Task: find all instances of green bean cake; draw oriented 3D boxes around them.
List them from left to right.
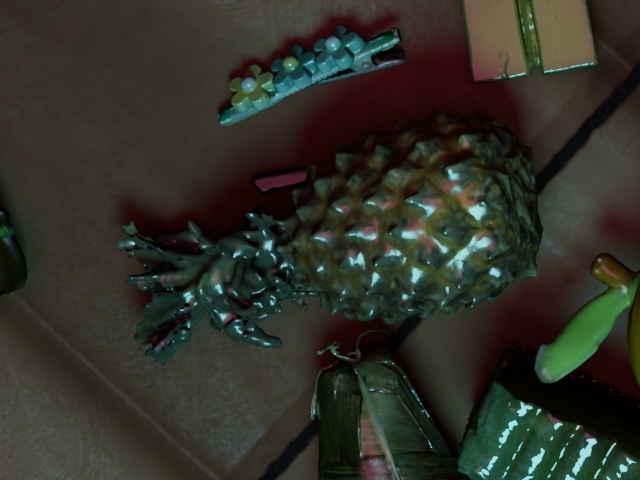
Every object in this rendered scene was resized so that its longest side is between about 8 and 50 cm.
[{"bbox_3d":[0.201,0.168,1.501,0.173,0.181,0.094,25,102,3],"label":"green bean cake"}]

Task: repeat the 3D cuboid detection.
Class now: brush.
[{"bbox_3d":[0.157,-0.248,1.528,0.103,0.047,0.233,-9,94,10],"label":"brush"}]

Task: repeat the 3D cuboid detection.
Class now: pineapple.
[{"bbox_3d":[0.000,0.000,1.537,0.361,0.175,0.175,-11,95,25],"label":"pineapple"}]

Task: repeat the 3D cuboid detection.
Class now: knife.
[{"bbox_3d":[0.025,-0.057,1.589,0.170,0.010,0.023,-8,95,8],"label":"knife"}]

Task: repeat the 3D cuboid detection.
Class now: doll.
[{"bbox_3d":[0.308,0.056,1.466,0.236,0.213,0.213,19,99,13],"label":"doll"}]

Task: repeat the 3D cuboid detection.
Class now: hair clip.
[{"bbox_3d":[-0.013,-0.143,1.572,0.173,0.049,0.049,-20,93,12],"label":"hair clip"}]

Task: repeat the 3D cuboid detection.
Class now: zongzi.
[{"bbox_3d":[0.113,0.197,1.569,0.241,0.111,0.247,-2,93,-8],"label":"zongzi"}]

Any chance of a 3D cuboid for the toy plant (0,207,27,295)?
[{"bbox_3d":[-0.317,-0.021,1.606,0.093,0.093,0.162,-21,93,11],"label":"toy plant"}]
